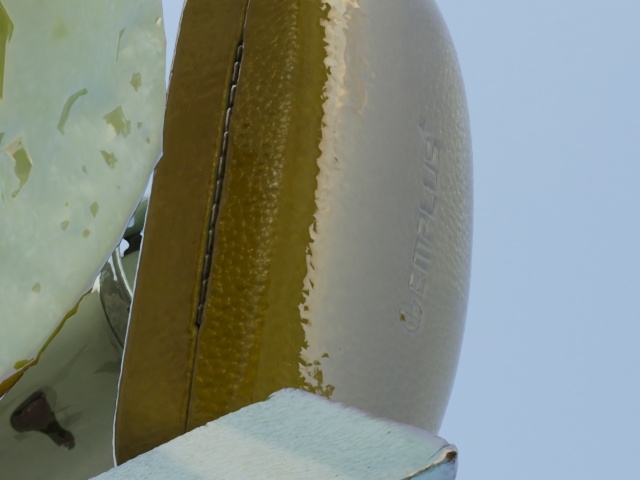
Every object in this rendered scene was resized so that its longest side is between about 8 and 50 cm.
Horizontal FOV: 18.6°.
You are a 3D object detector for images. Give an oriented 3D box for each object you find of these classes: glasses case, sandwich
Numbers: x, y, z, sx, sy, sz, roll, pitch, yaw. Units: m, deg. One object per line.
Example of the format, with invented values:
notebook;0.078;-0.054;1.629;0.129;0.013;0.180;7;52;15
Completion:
glasses case;0.000;0.000;1.116;0.141;0.173;0.371;-10;-119;33
sandwich;-0.018;0.059;0.498;0.074;0.074;0.116;59;-18;22

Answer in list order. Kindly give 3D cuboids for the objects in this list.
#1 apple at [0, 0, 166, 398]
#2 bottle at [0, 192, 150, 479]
apple;-0.129;-0.038;0.368;0.160;0.173;0.195;-11;-80;22
bottle;-0.095;0.088;1.396;0.351;0.229;0.229;-29;-106;6
